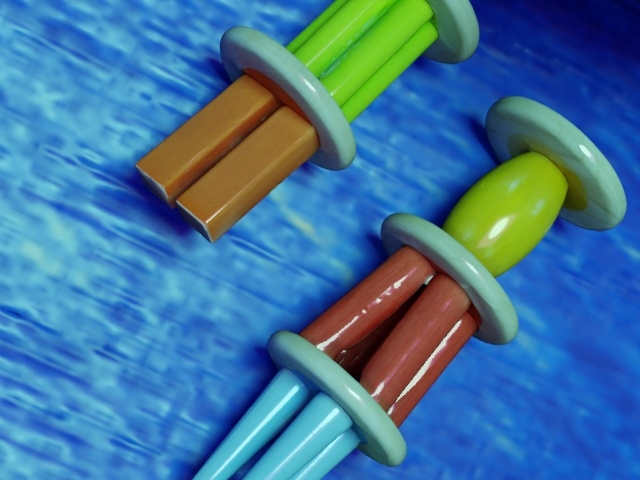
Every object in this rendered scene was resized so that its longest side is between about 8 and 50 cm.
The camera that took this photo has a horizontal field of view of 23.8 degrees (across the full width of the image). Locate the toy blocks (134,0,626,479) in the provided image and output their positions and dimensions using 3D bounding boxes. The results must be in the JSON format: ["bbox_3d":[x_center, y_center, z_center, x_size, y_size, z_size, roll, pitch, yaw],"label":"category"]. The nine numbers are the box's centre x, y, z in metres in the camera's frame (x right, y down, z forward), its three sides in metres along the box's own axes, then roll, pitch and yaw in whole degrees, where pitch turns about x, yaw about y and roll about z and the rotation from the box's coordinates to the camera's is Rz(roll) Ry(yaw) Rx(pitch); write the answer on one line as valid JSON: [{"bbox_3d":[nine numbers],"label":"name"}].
[{"bbox_3d":[0.000,0.000,0.434,0.148,0.054,0.123,-45,101,-15],"label":"toy blocks"}]
